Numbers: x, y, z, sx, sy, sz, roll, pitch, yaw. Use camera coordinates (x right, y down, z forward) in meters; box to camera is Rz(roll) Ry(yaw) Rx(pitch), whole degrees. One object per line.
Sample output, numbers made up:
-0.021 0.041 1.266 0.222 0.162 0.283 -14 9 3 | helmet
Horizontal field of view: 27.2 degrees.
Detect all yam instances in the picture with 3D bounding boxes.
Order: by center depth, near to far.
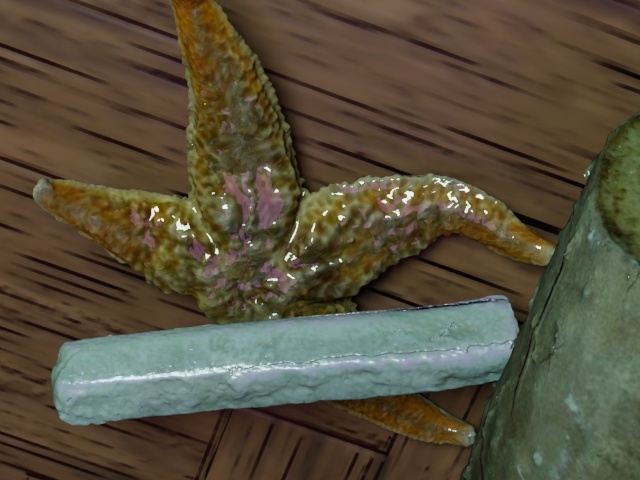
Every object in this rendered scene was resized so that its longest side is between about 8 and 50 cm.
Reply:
0.133 0.082 0.516 0.154 0.154 0.254 13 124 -1 | yam

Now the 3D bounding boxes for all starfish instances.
0.001 -0.002 0.583 0.247 0.050 0.138 32 118 -22 | starfish

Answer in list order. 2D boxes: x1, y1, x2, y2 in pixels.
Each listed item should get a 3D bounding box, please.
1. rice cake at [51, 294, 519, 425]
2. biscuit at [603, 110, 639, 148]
-0.013 0.051 0.570 0.207 0.033 0.033 -5 135 0 | rice cake
0.245 0.034 0.581 0.273 0.036 0.187 9 116 1 | biscuit
